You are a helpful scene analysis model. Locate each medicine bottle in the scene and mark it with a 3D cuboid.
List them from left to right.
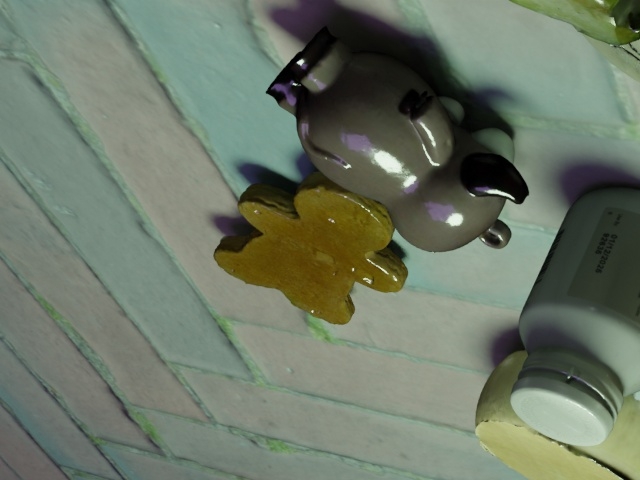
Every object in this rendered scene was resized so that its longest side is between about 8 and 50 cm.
[{"bbox_3d":[0.250,0.071,1.539,0.135,0.215,0.135,22,153,12],"label":"medicine bottle"}]

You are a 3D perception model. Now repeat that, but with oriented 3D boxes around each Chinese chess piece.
[{"bbox_3d":[0.287,0.215,1.858,0.250,0.103,0.250,25,162,9],"label":"Chinese chess piece"}]

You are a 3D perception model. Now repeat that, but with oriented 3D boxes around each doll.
[{"bbox_3d":[0.072,-0.081,1.549,0.257,0.117,0.182,34,155,-10],"label":"doll"}]

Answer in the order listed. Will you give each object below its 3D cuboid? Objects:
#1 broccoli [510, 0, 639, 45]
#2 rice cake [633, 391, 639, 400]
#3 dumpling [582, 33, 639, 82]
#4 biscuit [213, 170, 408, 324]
[{"bbox_3d":[0.176,-0.263,0.956,0.304,0.283,0.321,21,171,43],"label":"broccoli"},{"bbox_3d":[0.462,0.159,1.665,0.336,0.063,0.066,14,133,29],"label":"rice cake"},{"bbox_3d":[0.257,-0.188,1.207,0.247,0.142,0.172,37,118,-3],"label":"dumpling"},{"bbox_3d":[0.000,0.000,1.840,0.197,0.049,0.301,26,154,-6],"label":"biscuit"}]
